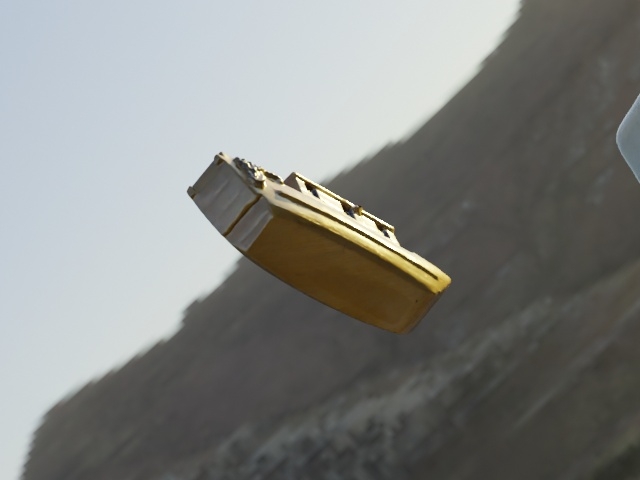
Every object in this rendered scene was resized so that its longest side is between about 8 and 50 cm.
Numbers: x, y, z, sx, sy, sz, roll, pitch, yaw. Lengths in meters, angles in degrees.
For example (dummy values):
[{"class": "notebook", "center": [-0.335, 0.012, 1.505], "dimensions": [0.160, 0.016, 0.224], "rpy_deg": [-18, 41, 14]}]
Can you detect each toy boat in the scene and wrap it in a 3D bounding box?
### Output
[{"class": "toy boat", "center": [0.000, 0.000, 1.212], "dimensions": [0.057, 0.200, 0.077], "rpy_deg": [-49, 35, 19]}]

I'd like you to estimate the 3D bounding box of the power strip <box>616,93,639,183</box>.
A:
[{"class": "power strip", "center": [0.188, 0.090, 0.384], "dimensions": [0.106, 0.367, 0.043], "rpy_deg": [-10, -32, -28]}]
